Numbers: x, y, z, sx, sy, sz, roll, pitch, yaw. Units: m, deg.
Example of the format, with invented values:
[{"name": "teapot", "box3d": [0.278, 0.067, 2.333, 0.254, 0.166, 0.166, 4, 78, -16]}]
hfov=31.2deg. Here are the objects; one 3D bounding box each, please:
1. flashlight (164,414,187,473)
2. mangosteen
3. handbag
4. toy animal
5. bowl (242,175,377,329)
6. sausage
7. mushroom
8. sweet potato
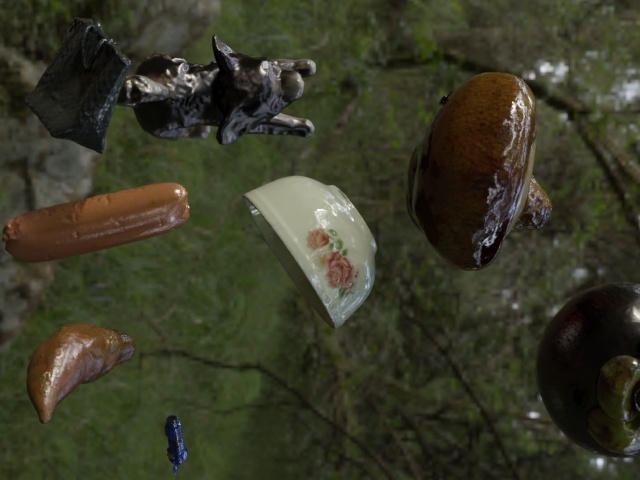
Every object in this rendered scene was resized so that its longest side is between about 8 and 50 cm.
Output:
[{"name": "flashlight", "box3d": [-0.259, 0.356, 2.029, 0.057, 0.035, 0.121, -63, 156, -47]}, {"name": "mangosteen", "box3d": [0.503, 0.202, 1.864, 0.313, 0.297, 0.297, 113, -16, -62]}, {"name": "handbag", "box3d": [-0.365, -0.244, 1.761, 0.175, 0.088, 0.270, -62, -145, 11]}, {"name": "toy animal", "box3d": [-0.195, -0.265, 2.080, 0.302, 0.344, 0.194, -7, 95, -71]}, {"name": "bowl", "box3d": [0.000, 0.000, 1.919, 0.277, 0.145, 0.277, 55, -5, 7]}, {"name": "sausage", "box3d": [-0.343, -0.027, 1.767, 0.086, 0.289, 0.086, 166, -90, -82]}, {"name": "mushroom", "box3d": [0.275, -0.102, 1.839, 0.345, 0.259, 0.345, -166, -90, -86]}, {"name": "sweet potato", "box3d": [-0.358, 0.170, 1.715, 0.354, 0.095, 0.106, -44, 117, -77]}]
